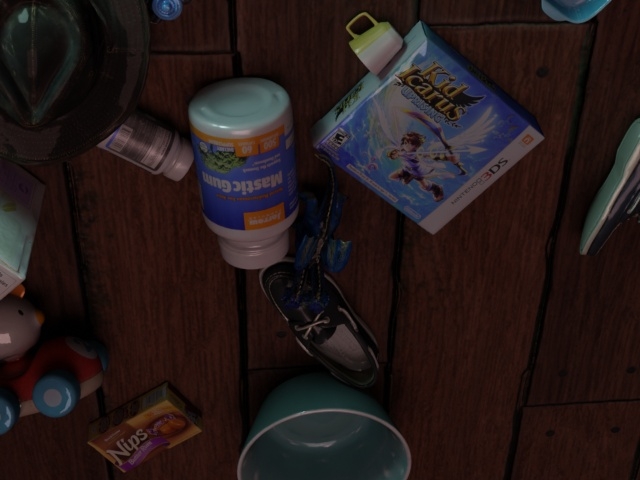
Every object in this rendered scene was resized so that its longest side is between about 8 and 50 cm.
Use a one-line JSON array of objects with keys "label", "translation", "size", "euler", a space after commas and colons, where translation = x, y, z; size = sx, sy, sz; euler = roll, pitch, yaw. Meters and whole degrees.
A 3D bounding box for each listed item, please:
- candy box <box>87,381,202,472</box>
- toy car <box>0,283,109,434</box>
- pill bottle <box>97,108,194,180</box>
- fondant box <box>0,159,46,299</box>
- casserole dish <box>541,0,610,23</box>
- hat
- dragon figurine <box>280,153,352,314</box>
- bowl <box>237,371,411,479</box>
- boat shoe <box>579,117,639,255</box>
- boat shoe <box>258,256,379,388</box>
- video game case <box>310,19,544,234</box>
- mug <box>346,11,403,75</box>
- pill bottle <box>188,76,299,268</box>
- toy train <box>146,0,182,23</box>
[{"label": "candy box", "translation": [-0.325, 0.347, 2.047], "size": [0.186, 0.053, 0.109], "euler": [-30, 125, 15]}, {"label": "toy car", "translation": [-0.488, 0.164, 1.828], "size": [0.210, 0.219, 0.238], "euler": [-17, 99, 7]}, {"label": "pill bottle", "translation": [-0.260, -0.146, 1.651], "size": [0.137, 0.078, 0.078], "euler": [27, 121, -25]}, {"label": "fondant box", "translation": [-0.569, 0.050, 1.669], "size": [0.330, 0.238, 0.096], "euler": [-36, 122, 20]}, {"label": "casserole dish", "translation": [0.385, -0.393, 1.556], "size": [0.114, 0.037, 0.188], "euler": [30, 118, -26]}, {"label": "hat", "translation": [-0.362, -0.236, 1.414], "size": [0.331, 0.134, 0.331], "euler": [-6, 115, -13]}, {"label": "dragon figurine", "translation": [0.000, 0.000, 1.733], "size": [0.085, 0.144, 0.289], "euler": [6, 142, -13]}, {"label": "bowl", "translation": [0.000, 0.359, 2.021], "size": [0.311, 0.163, 0.312], "euler": [-3, 129, -4]}, {"label": "boat shoe", "translation": [0.495, -0.077, 1.783], "size": [0.079, 0.095, 0.255], "euler": [17, 116, -5]}, {"label": "boat shoe", "translation": [0.007, 0.144, 1.898], "size": [0.114, 0.091, 0.302], "euler": [-36, 123, 20]}, {"label": "video game case", "translation": [0.165, -0.164, 1.695], "size": [0.269, 0.061, 0.244], "euler": [34, 117, -28]}, {"label": "mug", "translation": [0.080, -0.286, 1.592], "size": [0.064, 0.062, 0.078], "euler": [-39, 129, 13]}, {"label": "pill bottle", "translation": [-0.110, -0.094, 1.662], "size": [0.152, 0.152, 0.272], "euler": [-6, 128, -2]}, {"label": "toy train", "translation": [-0.208, -0.379, 1.477], "size": [0.105, 0.080, 0.184], "euler": [27, 121, -17]}]
